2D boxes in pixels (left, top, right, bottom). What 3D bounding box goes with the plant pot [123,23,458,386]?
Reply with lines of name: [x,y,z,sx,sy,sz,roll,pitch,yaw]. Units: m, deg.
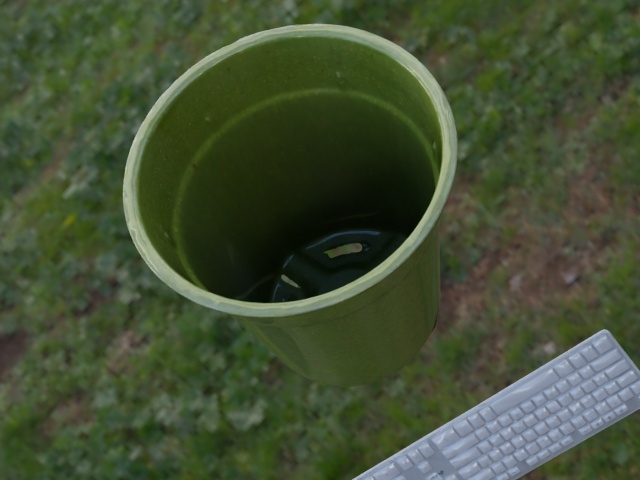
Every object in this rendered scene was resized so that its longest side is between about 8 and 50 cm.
plant pot: [0.000,0.000,0.408,0.083,0.079,0.083,-6,60,11]

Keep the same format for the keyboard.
keyboard: [0.141,0.160,1.235,0.256,0.072,0.014,-34,20,21]
